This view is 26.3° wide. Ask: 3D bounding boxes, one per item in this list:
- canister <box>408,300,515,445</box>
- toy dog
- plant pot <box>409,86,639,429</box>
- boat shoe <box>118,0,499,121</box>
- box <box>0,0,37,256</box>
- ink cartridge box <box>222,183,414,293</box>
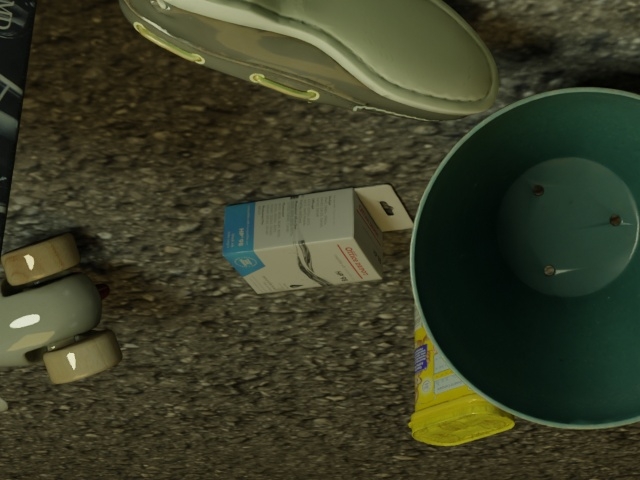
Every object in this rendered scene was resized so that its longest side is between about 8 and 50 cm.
[{"bbox_3d":[0.162,0.137,1.571,0.073,0.170,0.126,22,147,-36],"label":"canister"},{"bbox_3d":[-0.366,0.093,1.534,0.333,0.220,0.161,3,-174,14],"label":"toy dog"},{"bbox_3d":[0.228,0.003,1.236,0.290,0.290,0.195,-1,-171,6],"label":"plant pot"},{"bbox_3d":[-0.007,-0.160,1.062,0.305,0.109,0.091,19,150,-19],"label":"boat shoe"},{"bbox_3d":[-0.377,-0.081,0.972,0.312,0.343,0.179,10,152,-17],"label":"box"},{"bbox_3d":[0.000,0.000,1.428,0.180,0.060,0.104,-8,152,18],"label":"ink cartridge box"}]
